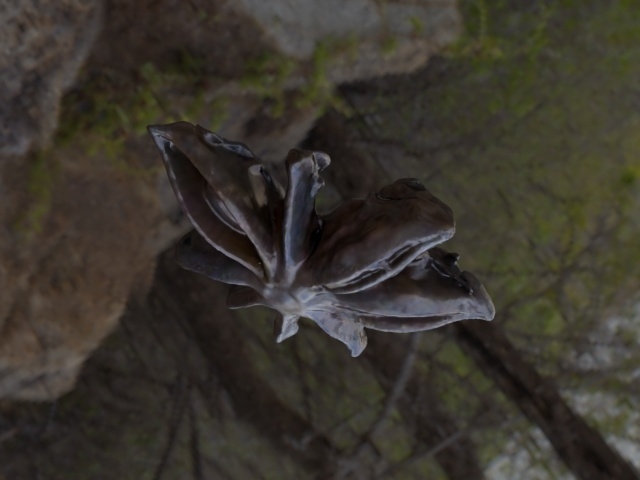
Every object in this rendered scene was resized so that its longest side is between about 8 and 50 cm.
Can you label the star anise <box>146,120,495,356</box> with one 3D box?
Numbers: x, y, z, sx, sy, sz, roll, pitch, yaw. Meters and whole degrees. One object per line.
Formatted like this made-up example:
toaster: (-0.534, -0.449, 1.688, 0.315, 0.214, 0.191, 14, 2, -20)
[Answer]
star anise: (0.005, 0.001, 1.140, 0.198, 0.258, 0.110, 84, 21, -48)
